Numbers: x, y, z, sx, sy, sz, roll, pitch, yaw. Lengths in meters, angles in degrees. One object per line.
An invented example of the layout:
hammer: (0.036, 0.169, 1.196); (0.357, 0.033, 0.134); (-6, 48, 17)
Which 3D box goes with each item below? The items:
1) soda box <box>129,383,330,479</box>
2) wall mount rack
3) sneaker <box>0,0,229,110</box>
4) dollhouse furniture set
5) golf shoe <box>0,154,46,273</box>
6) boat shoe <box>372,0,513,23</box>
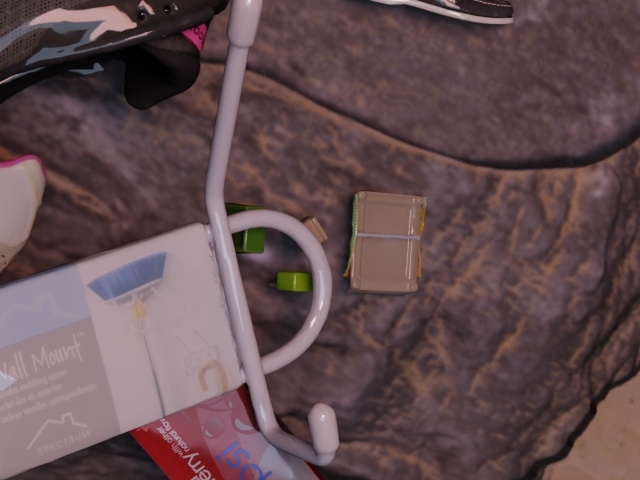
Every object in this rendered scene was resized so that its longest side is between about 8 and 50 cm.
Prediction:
soda box: (-0.033, 0.192, 1.026); (0.083, 0.092, 0.263); (-38, 102, -2)
wall mount rack: (-0.124, 0.025, 0.846); (0.350, 0.130, 0.304); (-20, 104, -29)
sneaker: (-0.120, -0.198, 0.892); (0.483, 0.185, 0.202); (-43, 97, -7)
dollhouse furniture set: (0.000, 0.000, 1.039); (0.151, 0.058, 0.076); (3, 91, -28)
golf shoe: (-0.321, -0.081, 0.946); (0.306, 0.115, 0.140); (40, 83, -19)
boat shoe: (0.080, -0.181, 1.014); (0.125, 0.046, 0.038); (12, 101, -1)
